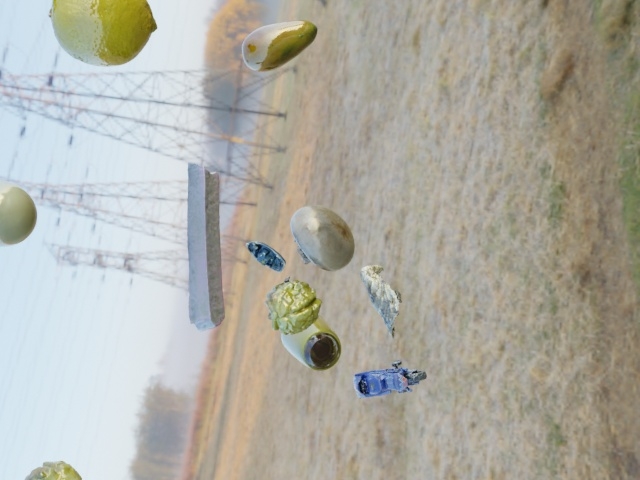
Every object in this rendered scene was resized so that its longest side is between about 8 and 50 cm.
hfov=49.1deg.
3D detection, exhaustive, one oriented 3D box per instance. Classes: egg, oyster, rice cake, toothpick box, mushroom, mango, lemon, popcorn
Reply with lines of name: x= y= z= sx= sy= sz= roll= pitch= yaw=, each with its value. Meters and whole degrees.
egg: x=-0.940 y=-0.084 z=2.059 sx=0.253 sy=0.188 sz=0.189 roll=35 pitch=123 yaw=45
oyster: x=0.131 y=0.133 z=1.528 sx=0.200 sy=0.061 sz=0.106 roll=-127 pitch=43 yaw=-68
rice cake: x=-0.247 y=0.011 z=1.495 sx=0.072 sy=0.056 sz=0.365 roll=-10 pitch=79 yaw=40
toothpick box: x=-0.027 y=0.353 z=2.430 sx=0.271 sy=0.175 sz=0.175 roll=-157 pitch=75 yaw=-73
mushroom: x=0.000 y=0.000 z=2.121 sx=0.178 sy=0.226 sz=0.226 roll=-48 pitch=17 yaw=15
mango: x=-0.088 y=-0.415 z=1.480 sx=0.111 sy=0.163 sz=0.089 roll=43 pitch=157 yaw=60
lemon: x=-0.413 y=-0.421 z=1.337 sx=0.178 sy=0.203 sz=0.178 roll=-173 pitch=90 yaw=-84
popcorn: x=-0.621 y=0.617 z=1.634 sx=0.168 sy=0.195 sz=0.174 roll=-47 pitch=-33 yaw=-23
popcorn: x=-0.082 y=0.190 z=2.074 sx=0.142 sy=0.173 sz=0.174 roll=48 pitch=-147 yaw=-41

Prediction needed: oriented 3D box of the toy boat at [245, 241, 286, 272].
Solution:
toy boat: x=-0.168 y=0.047 z=2.139 sx=0.060 sy=0.137 sz=0.061 roll=-54 pitch=-7 yaw=29

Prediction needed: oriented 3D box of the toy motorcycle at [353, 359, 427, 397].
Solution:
toy motorcycle: x=0.150 y=0.332 z=1.651 sx=0.205 sy=0.114 sz=0.076 roll=-16 pitch=84 yaw=41
